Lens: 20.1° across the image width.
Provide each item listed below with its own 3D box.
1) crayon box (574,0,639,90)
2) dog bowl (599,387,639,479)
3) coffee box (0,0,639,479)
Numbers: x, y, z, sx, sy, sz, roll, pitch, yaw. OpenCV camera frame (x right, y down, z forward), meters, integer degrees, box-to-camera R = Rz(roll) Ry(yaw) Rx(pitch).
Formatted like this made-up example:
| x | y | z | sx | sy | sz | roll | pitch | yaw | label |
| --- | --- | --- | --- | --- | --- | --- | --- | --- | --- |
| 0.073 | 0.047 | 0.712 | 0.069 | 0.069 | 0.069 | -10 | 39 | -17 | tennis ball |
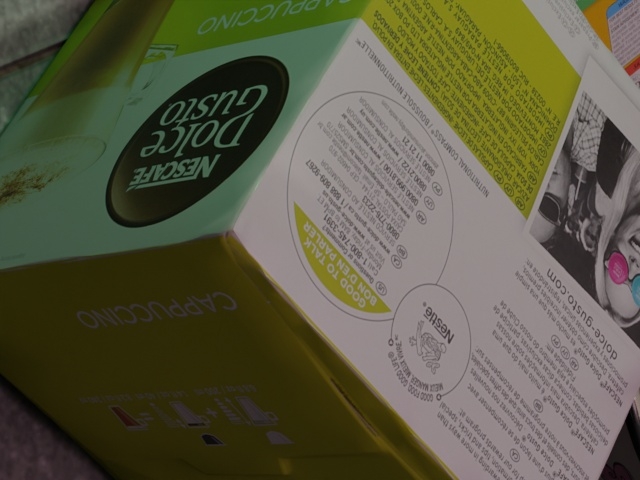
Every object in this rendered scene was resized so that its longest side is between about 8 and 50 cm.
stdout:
| x | y | z | sx | sy | sz | roll | pitch | yaw | label |
| --- | --- | --- | --- | --- | --- | --- | --- | --- | --- |
| 0.214 | -0.190 | 1.470 | 0.203 | 0.083 | 0.323 | -38 | 133 | -27 | crayon box |
| 0.344 | 0.095 | 1.683 | 0.408 | 0.150 | 0.408 | 8 | 79 | -44 | dog bowl |
| 0.000 | 0.000 | 1.222 | 0.338 | 0.338 | 0.334 | 48 | 55 | -29 | coffee box |
